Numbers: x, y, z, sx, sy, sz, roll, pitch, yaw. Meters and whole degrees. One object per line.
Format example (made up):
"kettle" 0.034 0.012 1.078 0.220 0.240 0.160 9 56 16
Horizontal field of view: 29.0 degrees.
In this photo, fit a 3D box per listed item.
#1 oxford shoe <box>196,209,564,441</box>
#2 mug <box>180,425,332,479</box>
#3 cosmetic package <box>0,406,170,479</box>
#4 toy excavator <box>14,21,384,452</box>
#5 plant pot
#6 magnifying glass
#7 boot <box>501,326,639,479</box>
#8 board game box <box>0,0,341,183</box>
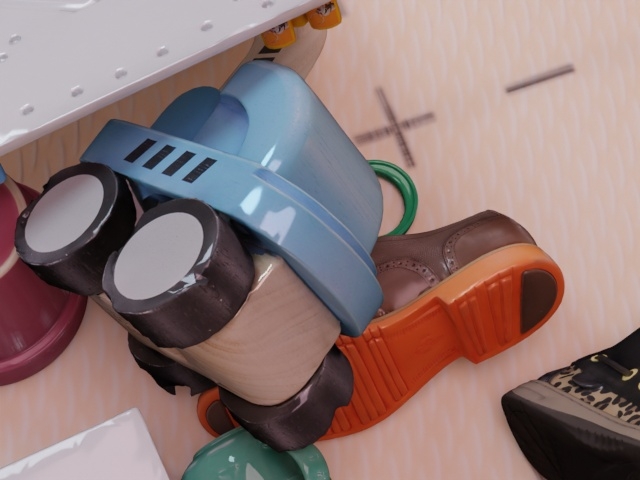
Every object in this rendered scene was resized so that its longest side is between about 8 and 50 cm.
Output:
"oxford shoe" 0.046 0.083 1.187 0.363 0.130 0.133 -22 41 -6
"mug" -0.050 0.212 1.097 0.157 0.129 0.097 -35 73 17
"cosmetic package" -0.213 0.299 1.053 0.224 0.138 0.224 -22 74 -14
"toy excavator" -0.065 -0.094 1.124 0.432 0.222 0.445 21 68 45
"plant pot" -0.318 0.017 1.122 0.201 0.180 0.201 2 69 -5
"magnifying glass" 0.000 0.000 1.244 0.231 0.026 0.092 -35 77 -18
"boot" 0.373 0.148 1.082 0.284 0.377 0.138 -32 113 -21
"board game box" -0.223 -0.230 1.128 0.389 0.050 0.390 -26 47 -6
